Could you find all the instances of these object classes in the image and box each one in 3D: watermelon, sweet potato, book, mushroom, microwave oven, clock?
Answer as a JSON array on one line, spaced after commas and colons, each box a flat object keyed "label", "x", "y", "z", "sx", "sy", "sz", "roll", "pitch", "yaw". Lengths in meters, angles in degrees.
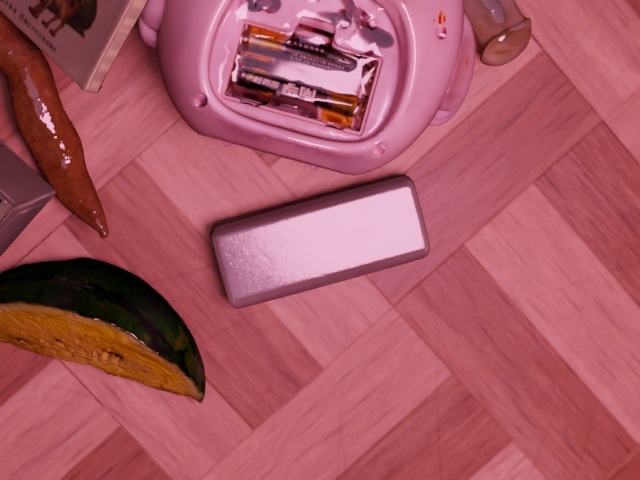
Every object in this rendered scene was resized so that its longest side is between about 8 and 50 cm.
[{"label": "watermelon", "x": -0.264, "y": 0.098, "z": 1.571, "sx": 0.301, "sy": 0.123, "sz": 0.129, "roll": 17, "pitch": 116, "yaw": -5}, {"label": "sweet potato", "x": -0.307, "y": -0.130, "z": 1.552, "sx": 0.067, "sy": 0.059, "sz": 0.281, "roll": -18, "pitch": 102, "yaw": 41}, {"label": "book", "x": -0.228, "y": -0.374, "z": 1.427, "sx": 0.260, "sy": 0.043, "sz": 0.371, "roll": 43, "pitch": 112, "yaw": 25}, {"label": "mushroom", "x": 0.187, "y": -0.309, "z": 1.568, "sx": 0.092, "sy": 0.081, "sz": 0.223, "roll": -7, "pitch": 97, "yaw": 1}, {"label": "microwave oven", "x": -0.414, "y": -0.014, "z": 1.494, "sx": 0.129, "sy": 0.163, "sz": 0.205, "roll": 43, "pitch": 101, "yaw": -2}, {"label": "clock", "x": 0.000, "y": -0.264, "z": 1.469, "sx": 0.368, "sy": 0.250, "sz": 0.377, "roll": 15, "pitch": 95, "yaw": -7}]

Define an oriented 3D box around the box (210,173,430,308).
[{"label": "box", "x": 0.000, "y": 0.000, "z": 1.599, "sx": 0.243, "sy": 0.055, "sz": 0.103, "roll": -15, "pitch": 98, "yaw": -3}]
